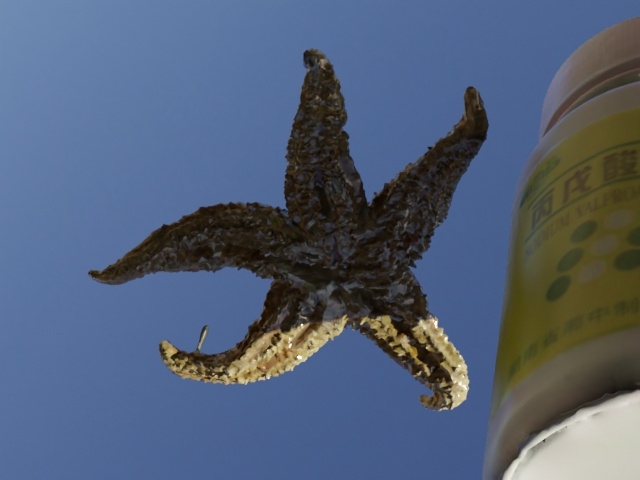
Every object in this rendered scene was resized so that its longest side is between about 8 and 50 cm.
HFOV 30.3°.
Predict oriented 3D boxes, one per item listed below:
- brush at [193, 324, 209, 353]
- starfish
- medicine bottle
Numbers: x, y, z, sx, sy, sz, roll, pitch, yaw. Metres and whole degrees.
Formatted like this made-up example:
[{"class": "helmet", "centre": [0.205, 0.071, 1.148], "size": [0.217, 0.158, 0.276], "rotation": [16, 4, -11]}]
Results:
[{"class": "brush", "centre": [-0.181, 0.163, 1.749], "size": [0.008, 0.024, 0.083], "rotation": [-30, -141, 68]}, {"class": "starfish", "centre": [0.001, -0.002, 0.870], "size": [0.060, 0.299, 0.302], "rotation": [-74, -173, -65]}, {"class": "medicine bottle", "centre": [0.217, 0.030, 0.712], "size": [0.214, 0.213, 0.378], "rotation": [-23, -151, 27]}]
